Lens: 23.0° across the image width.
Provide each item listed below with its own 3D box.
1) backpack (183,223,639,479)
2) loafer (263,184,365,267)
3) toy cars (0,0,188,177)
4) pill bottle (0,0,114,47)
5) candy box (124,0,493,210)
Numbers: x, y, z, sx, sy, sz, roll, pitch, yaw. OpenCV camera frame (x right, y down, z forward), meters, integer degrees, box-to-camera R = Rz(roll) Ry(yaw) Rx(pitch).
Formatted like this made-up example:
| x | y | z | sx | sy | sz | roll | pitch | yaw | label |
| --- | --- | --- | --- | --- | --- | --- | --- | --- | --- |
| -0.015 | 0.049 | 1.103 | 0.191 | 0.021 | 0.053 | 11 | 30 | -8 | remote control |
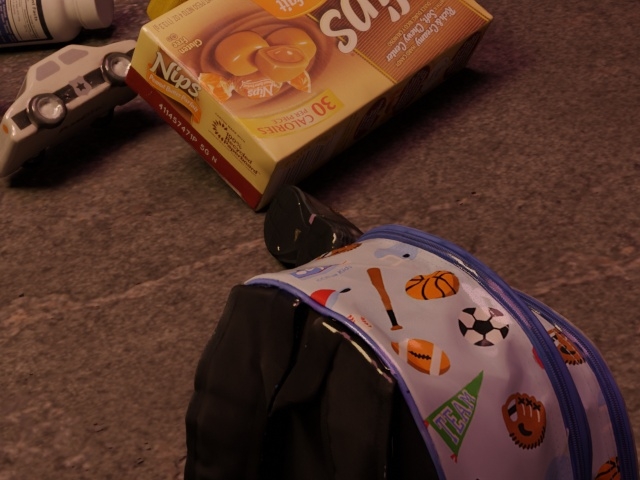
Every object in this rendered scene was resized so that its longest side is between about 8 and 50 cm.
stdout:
| x | y | z | sx | sy | sz | roll | pitch | yaw | label |
| --- | --- | --- | --- | --- | --- | --- | --- | --- | --- |
| 0.056 | 0.127 | 0.897 | 0.213 | 0.263 | 0.276 | -31 | 36 | -29 | backpack |
| 0.000 | 0.000 | 1.326 | 0.061 | 0.062 | 0.170 | 20 | 13 | -26 | loafer |
| -0.181 | -0.215 | 1.543 | 0.393 | 0.087 | 0.176 | -40 | -5 | 6 | toy cars |
| -0.328 | -0.271 | 1.807 | 0.169 | 0.094 | 0.094 | -3 | 33 | 12 | pill bottle |
| -0.006 | -0.183 | 1.499 | 0.183 | 0.087 | 0.316 | 46 | 54 | 12 | candy box |
